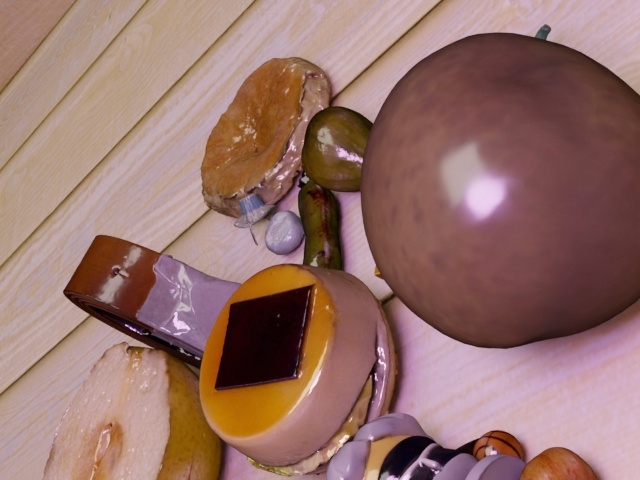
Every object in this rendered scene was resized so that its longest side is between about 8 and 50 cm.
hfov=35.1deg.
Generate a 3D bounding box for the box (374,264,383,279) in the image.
[{"bbox_3d":[0.124,-0.024,1.445,0.089,0.022,0.156,-18,53,47],"label":"box"}]

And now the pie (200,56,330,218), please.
[{"bbox_3d":[-0.104,-0.188,1.836,0.339,0.083,0.339,-38,37,36],"label":"pie"}]

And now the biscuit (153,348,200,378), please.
[{"bbox_3d":[-0.247,0.223,1.769,0.250,0.046,0.147,-26,48,43],"label":"biscuit"}]

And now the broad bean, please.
[{"bbox_3d":[0.000,0.000,1.564,0.077,0.061,0.339,125,152,-42],"label":"broad bean"}]

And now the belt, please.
[{"bbox_3d":[-0.231,0.106,1.598,0.217,0.339,0.122,83,-148,-68],"label":"belt"}]

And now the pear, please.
[{"bbox_3d":[-0.275,0.368,1.566,0.340,0.191,0.386,3,69,52],"label":"pear"}]

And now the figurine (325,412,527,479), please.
[{"bbox_3d":[0.118,0.270,1.124,0.236,0.133,0.176,-2,27,47],"label":"figurine"}]

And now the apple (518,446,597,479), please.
[{"bbox_3d":[0.239,0.252,1.022,0.084,0.084,0.071,-59,22,6],"label":"apple"}]

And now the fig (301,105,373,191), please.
[{"bbox_3d":[0.048,-0.142,1.549,0.133,0.126,0.185,-57,26,-16],"label":"fig"}]

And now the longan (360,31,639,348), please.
[{"bbox_3d":[0.209,-0.055,1.093,0.361,0.361,0.361,-34,42,37],"label":"longan"}]

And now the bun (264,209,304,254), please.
[{"bbox_3d":[-0.057,-0.011,1.672,0.083,0.045,0.083,-30,48,39],"label":"bun"}]

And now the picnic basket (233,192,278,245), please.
[{"bbox_3d":[-0.106,-0.039,1.713,0.083,0.083,0.065,-23,6,31],"label":"picnic basket"}]

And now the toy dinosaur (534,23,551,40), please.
[{"bbox_3d":[0.216,-0.157,1.364,0.120,0.079,0.292,34,98,52],"label":"toy dinosaur"}]

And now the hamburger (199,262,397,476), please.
[{"bbox_3d":[-0.027,0.175,1.363,0.300,0.176,0.300,-27,50,37],"label":"hamburger"}]
